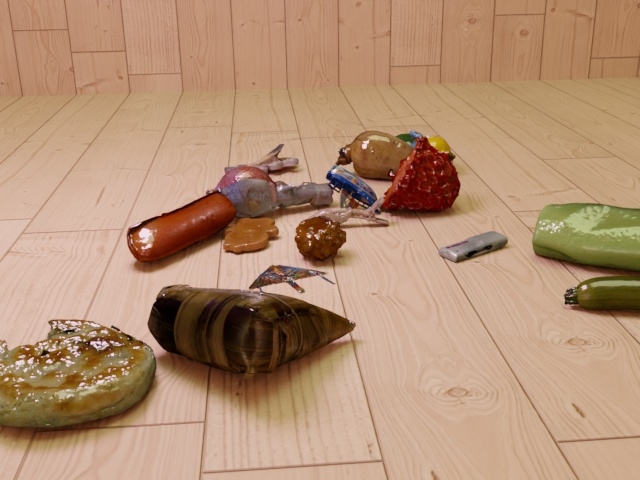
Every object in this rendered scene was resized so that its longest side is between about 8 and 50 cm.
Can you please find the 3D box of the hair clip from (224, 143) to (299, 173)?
[{"bbox_3d":[-0.173,-0.233,2.389,0.146,0.075,0.257,17,34,43],"label":"hair clip"}]

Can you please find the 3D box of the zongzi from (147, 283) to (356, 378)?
[{"bbox_3d":[-0.118,0.141,1.360,0.286,0.134,0.288,11,10,39],"label":"zongzi"}]

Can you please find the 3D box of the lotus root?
[{"bbox_3d":[0.180,-0.250,2.323,0.257,0.140,0.154,14,-16,10],"label":"lotus root"}]

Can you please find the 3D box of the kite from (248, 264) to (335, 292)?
[{"bbox_3d":[-0.072,0.076,1.656,0.183,0.010,0.160,-10,23,-24],"label":"kite"}]

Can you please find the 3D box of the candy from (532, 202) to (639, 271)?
[{"bbox_3d":[0.634,0.001,1.682,0.343,0.132,0.142,9,66,29],"label":"candy"}]

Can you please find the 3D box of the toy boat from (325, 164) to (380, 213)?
[{"bbox_3d":[0.077,-0.108,2.031,0.175,0.110,0.091,32,-15,0],"label":"toy boat"}]

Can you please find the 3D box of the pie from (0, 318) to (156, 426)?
[{"bbox_3d":[-0.411,0.209,1.254,0.302,0.067,0.302,0,19,0],"label":"pie"}]

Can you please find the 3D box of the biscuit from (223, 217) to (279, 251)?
[{"bbox_3d":[-0.166,-0.014,1.869,0.133,0.027,0.184,-3,23,-5],"label":"biscuit"}]

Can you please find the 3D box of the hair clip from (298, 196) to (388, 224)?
[{"bbox_3d":[0.057,-0.067,1.938,0.226,0.072,0.034,-3,18,-3],"label":"hair clip"}]

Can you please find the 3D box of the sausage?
[{"bbox_3d":[-0.321,-0.028,1.822,0.102,0.102,0.330,13,26,32],"label":"sausage"}]

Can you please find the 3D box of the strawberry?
[{"bbox_3d":[0.270,-0.143,2.047,0.178,0.234,0.234,30,23,-3],"label":"strawberry"}]

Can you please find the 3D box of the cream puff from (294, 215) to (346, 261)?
[{"bbox_3d":[0.000,0.000,1.751,0.116,0.094,0.122,7,45,27],"label":"cream puff"}]

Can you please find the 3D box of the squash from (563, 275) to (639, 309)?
[{"bbox_3d":[0.595,0.102,1.481,0.258,0.069,0.069,4,22,10],"label":"squash"}]

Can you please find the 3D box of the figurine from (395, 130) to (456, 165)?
[{"bbox_3d":[0.335,-0.271,2.408,0.234,0.127,0.185,6,6,43],"label":"figurine"}]

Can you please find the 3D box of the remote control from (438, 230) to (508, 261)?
[{"bbox_3d":[0.348,0.010,1.783,0.166,0.029,0.065,-15,26,-31],"label":"remote control"}]

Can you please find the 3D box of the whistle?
[{"bbox_3d":[-0.131,-0.124,2.030,0.346,0.142,0.133,-2,45,-25],"label":"whistle"}]
